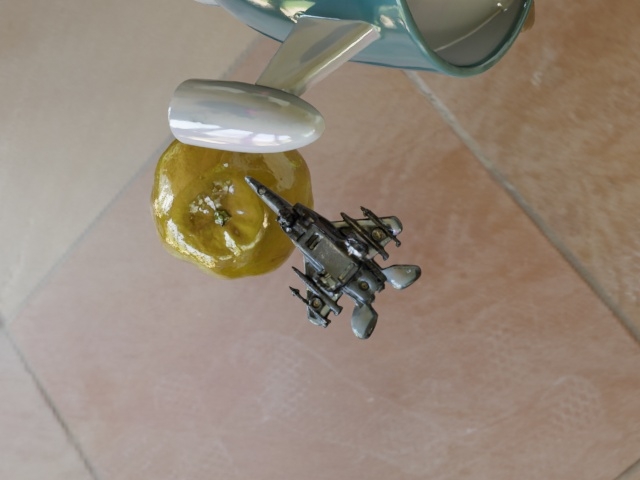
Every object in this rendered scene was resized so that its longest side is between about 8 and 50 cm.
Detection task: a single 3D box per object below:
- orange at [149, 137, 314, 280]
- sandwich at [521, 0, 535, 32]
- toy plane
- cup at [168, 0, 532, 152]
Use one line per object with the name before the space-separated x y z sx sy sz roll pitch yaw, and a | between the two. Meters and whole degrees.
orange | -0.147 -0.066 1.739 0.279 0.235 0.279 -1 115 -3
sandwich | 0.275 -0.308 1.449 0.031 0.083 0.044 30 80 21
toy plane | -0.002 0.000 1.289 0.246 0.078 0.169 41 99 1
cup | 0.006 -0.171 0.541 0.173 0.167 0.299 11 64 35
